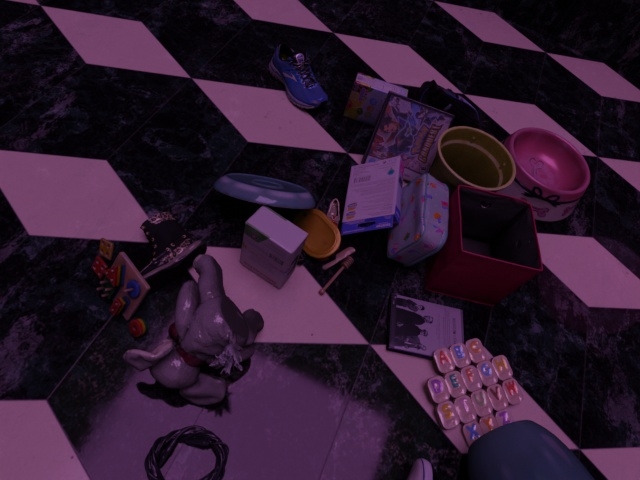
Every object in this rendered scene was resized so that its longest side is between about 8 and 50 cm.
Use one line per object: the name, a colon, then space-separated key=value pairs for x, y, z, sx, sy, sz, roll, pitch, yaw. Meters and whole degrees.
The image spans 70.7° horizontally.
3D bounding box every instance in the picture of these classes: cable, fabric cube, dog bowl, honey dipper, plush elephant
cable: x=-0.306 y=0.510 z=1.047 sx=0.184 sy=0.047 sz=0.150 roll=-16 pitch=59 yaw=-20
fabric cube: x=0.500 y=0.022 z=1.434 sx=0.254 sy=0.258 sz=0.259 roll=13 pitch=56 yaw=-6
dog bowl: x=0.866 y=-0.276 z=1.783 sx=0.408 sy=0.150 sz=0.408 roll=6 pitch=57 yaw=-10
honey dipper: x=0.047 y=0.110 z=1.399 sx=0.030 sy=0.030 sz=0.160 roll=37 pitch=61 yaw=10
plush elephant: x=-0.306 y=0.253 z=1.105 sx=0.255 sy=0.272 sz=0.330 roll=-31 pitch=28 yaw=8

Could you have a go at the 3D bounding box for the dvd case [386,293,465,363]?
dvd case: x=0.320 y=0.269 z=1.368 sx=0.239 sy=0.029 sz=0.179 roll=14 pitch=56 yaw=-7

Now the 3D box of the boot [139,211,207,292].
boot: x=-0.468 y=0.032 z=1.283 sx=0.236 sy=0.085 sz=0.178 roll=-37 pitch=67 yaw=-27

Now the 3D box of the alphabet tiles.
alphabet tiles: x=0.441 y=0.428 z=1.283 sx=0.284 sy=0.021 sz=0.278 roll=-10 pitch=69 yaw=-20

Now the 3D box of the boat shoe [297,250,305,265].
boat shoe: x=-0.099 y=0.023 z=1.406 sx=0.133 sy=0.042 sz=0.049 roll=41 pitch=60 yaw=14

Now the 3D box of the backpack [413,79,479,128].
backpack: x=0.457 y=-0.456 z=1.738 sx=0.263 sy=0.276 sz=0.213 roll=22 pitch=33 yaw=-10

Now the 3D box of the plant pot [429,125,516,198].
plant pot: x=0.484 y=-0.209 z=1.577 sx=0.276 sy=0.254 sz=0.276 roll=7 pitch=57 yaw=-11

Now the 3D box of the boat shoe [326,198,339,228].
boat shoe: x=0.042 y=-0.076 z=1.503 sx=0.049 sy=0.043 sz=0.137 roll=13 pitch=57 yaw=-9

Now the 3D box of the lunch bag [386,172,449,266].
lunch bag: x=0.310 y=-0.066 z=1.464 sx=0.108 sy=0.224 sz=0.279 roll=24 pitch=55 yaw=-17

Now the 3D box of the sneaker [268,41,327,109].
sneaker: x=-0.087 y=-0.649 z=1.768 sx=0.130 sy=0.147 sz=0.330 roll=-31 pitch=71 yaw=-29

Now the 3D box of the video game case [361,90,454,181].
video game case: x=0.312 y=-0.365 z=1.637 sx=0.248 sy=0.275 sz=0.035 roll=20 pitch=21 yaw=-1

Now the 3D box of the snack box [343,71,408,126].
snack box: x=0.213 y=-0.536 z=1.759 sx=0.207 sy=0.174 sz=0.070 roll=17 pitch=57 yaw=-3

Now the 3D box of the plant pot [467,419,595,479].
plant pot: x=0.490 y=0.581 z=1.075 sx=0.293 sy=0.293 sz=0.235 roll=-5 pitch=44 yaw=-18

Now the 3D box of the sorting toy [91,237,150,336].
sorting toy: x=-0.528 y=0.116 z=1.176 sx=0.274 sy=0.132 sz=0.046 roll=48 pitch=26 yaw=16

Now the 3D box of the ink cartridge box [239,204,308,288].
ink cartridge box: x=-0.140 y=0.024 z=1.291 sx=0.154 sy=0.212 sz=0.093 roll=33 pitch=53 yaw=8

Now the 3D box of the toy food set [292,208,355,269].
toy food set: x=0.000 y=0.000 z=1.437 sx=0.128 sy=0.071 sz=0.218 roll=-39 pitch=71 yaw=-6

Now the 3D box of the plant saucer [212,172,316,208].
plant saucer: x=-0.165 y=-0.158 z=1.378 sx=0.317 sy=0.043 sz=0.317 roll=11 pitch=15 yaw=-3

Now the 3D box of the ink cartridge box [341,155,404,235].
ink cartridge box: x=0.178 y=-0.141 z=1.514 sx=0.186 sy=0.065 sz=0.311 roll=-8 pitch=49 yaw=27

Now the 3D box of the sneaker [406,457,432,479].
sneaker: x=0.190 y=0.633 z=1.064 sx=0.091 sy=0.094 sz=0.258 roll=30 pitch=57 yaw=0
